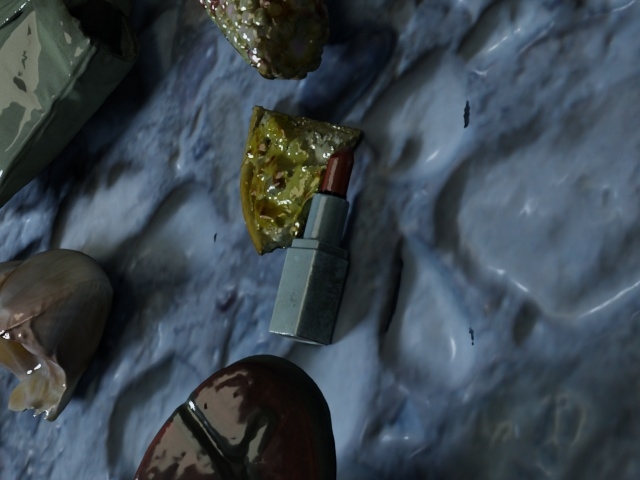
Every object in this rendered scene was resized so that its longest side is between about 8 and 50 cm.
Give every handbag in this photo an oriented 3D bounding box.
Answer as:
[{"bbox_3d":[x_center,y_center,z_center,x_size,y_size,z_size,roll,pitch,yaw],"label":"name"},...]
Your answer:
[{"bbox_3d":[-0.263,-0.170,1.222,0.253,0.109,0.316,-40,41,26],"label":"handbag"}]

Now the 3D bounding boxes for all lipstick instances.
[{"bbox_3d":[0.001,0.000,0.903,0.030,0.030,0.129,2,76,50],"label":"lipstick"}]

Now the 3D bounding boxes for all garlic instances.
[{"bbox_3d":[-0.230,0.061,1.096,0.174,0.099,0.124,4,62,50],"label":"garlic"}]

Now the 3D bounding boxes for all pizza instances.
[{"bbox_3d":[-0.017,-0.057,0.954,0.108,0.026,0.123,-29,53,36],"label":"pizza"}]

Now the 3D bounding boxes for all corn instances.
[{"bbox_3d":[-0.059,-0.203,1.019,0.086,0.086,0.253,-51,43,21],"label":"corn"}]

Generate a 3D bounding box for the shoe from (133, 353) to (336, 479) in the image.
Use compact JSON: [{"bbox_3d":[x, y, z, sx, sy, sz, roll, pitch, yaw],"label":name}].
[{"bbox_3d":[-0.057,0.187,0.810,0.114,0.137,0.291,35,116,13],"label":"shoe"}]
